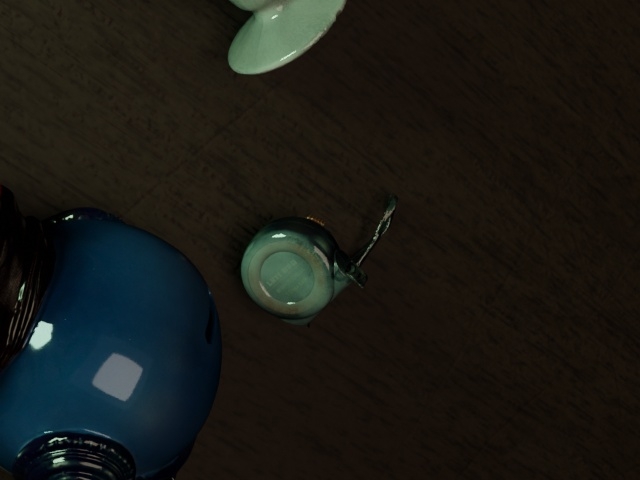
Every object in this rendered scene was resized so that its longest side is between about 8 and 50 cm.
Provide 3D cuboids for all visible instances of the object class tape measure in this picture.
[{"bbox_3d":[-0.002,0.002,1.249,0.107,0.104,0.180,44,41,-6],"label":"tape measure"}]

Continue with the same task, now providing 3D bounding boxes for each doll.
[{"bbox_3d":[-0.223,0.077,1.018,0.240,0.284,0.310,-32,128,26],"label":"doll"}]

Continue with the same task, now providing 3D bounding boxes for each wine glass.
[{"bbox_3d":[-0.080,-0.258,1.091,0.165,0.165,0.196,-47,126,-14],"label":"wine glass"}]
